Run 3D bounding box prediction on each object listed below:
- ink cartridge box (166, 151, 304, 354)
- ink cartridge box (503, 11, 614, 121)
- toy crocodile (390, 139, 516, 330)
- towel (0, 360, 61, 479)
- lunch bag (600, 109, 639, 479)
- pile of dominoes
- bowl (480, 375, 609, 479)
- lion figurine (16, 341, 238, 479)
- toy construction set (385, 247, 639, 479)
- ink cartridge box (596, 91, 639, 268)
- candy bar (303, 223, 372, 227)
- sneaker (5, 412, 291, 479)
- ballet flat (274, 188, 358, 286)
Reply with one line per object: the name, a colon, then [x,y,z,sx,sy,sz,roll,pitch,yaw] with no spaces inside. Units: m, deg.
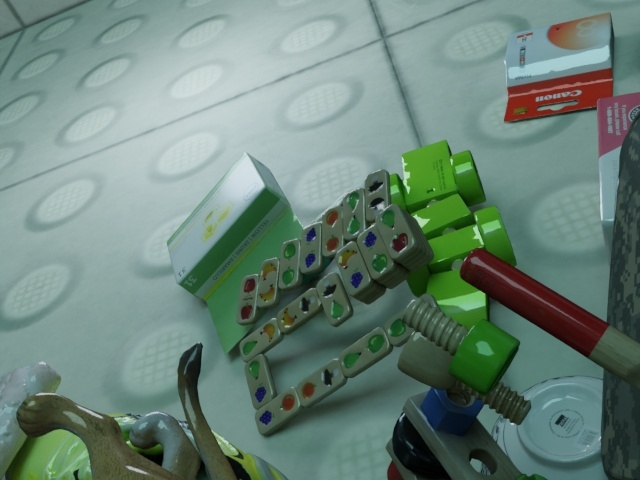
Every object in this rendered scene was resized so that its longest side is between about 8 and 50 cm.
ink cartridge box: [-0.105,0.007,0.960,0.171,0.056,0.235,-47,30,10]
ink cartridge box: [0.325,-0.240,1.064,0.145,0.045,0.179,-6,38,26]
toy crocodile: [0.140,-0.010,0.861,0.115,0.105,0.340,-20,32,10]
towel: [-0.447,0.289,0.813,0.317,0.053,0.332,-20,34,38]
lunch bag: [0.338,0.043,0.496,0.256,0.212,0.305,8,74,3]
pile of dominoes: [-0.003,0.054,0.797,0.251,0.040,0.196,-38,49,20]
bowl: [0.201,0.165,0.614,0.170,0.080,0.170,-17,37,14]
lion figurine: [-0.165,0.229,0.461,0.392,0.142,0.240,-38,46,-24]
toy construction set: [0.111,0.194,0.448,0.237,0.257,0.308,32,104,22]
ink cartridge box: [0.416,-0.060,0.725,0.283,0.117,0.207,-7,40,24]
candy bar: [-0.005,-0.009,1.005,0.161,0.018,0.040,-9,40,23]
sneaker: [-0.173,0.213,0.729,0.385,0.147,0.145,-1,45,34]
ballet flat: [0.000,0.000,0.957,0.168,0.057,0.052,-40,20,-2]
